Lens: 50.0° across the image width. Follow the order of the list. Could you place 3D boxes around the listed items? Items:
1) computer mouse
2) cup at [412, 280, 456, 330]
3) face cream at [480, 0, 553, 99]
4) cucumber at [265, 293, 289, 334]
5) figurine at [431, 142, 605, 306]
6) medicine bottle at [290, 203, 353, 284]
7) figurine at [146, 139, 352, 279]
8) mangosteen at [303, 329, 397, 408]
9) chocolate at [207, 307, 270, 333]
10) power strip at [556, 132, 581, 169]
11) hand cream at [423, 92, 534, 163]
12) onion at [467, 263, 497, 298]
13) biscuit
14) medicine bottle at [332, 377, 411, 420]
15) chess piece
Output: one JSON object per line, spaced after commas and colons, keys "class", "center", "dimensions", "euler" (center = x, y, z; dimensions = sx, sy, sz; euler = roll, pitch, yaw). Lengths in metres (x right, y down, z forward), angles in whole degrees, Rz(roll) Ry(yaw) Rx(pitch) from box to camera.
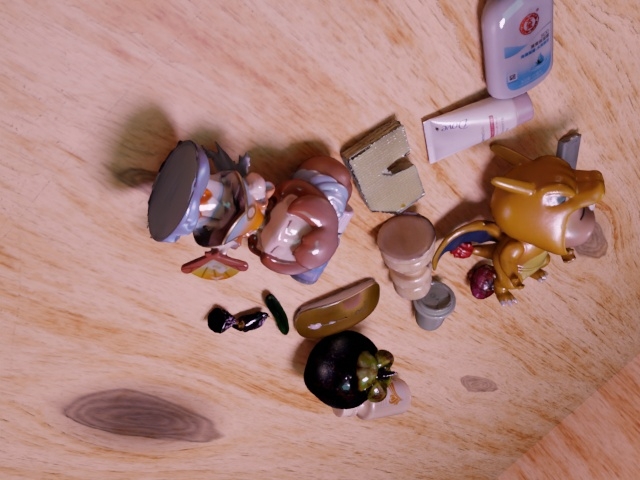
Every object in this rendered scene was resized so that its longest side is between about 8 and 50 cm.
{"class": "computer mouse", "center": [0.051, 0.181, 1.772], "dimensions": [0.245, 0.056, 0.126], "euler": [-19, 137, -17]}
{"class": "cup", "center": [0.315, 0.189, 1.924], "dimensions": [0.120, 0.120, 0.141], "euler": [-25, 148, -13]}
{"class": "face cream", "center": [0.400, -0.448, 1.393], "dimensions": [0.163, 0.080, 0.336], "euler": [-30, 140, -7]}
{"class": "cucumber", "center": [-0.102, 0.179, 1.678], "dimensions": [0.036, 0.033, 0.184], "euler": [-50, 145, -24]}
{"class": "figurine", "center": [0.498, -0.030, 1.725], "dimensions": [0.401, 0.268, 0.387], "euler": [-14, 138, -18]}
{"class": "medicine bottle", "center": [0.000, 0.000, 1.540], "dimensions": [0.083, 0.083, 0.203], "euler": [8, 121, -40]}
{"class": "figurine", "center": [-0.124, -0.049, 1.315], "dimensions": [0.388, 0.248, 0.276], "euler": [17, 120, -33]}
{"class": "mangosteen", "center": [0.079, 0.345, 1.814], "dimensions": [0.243, 0.243, 0.243], "euler": [-19, 137, -19]}
{"class": "chocolate", "center": [-0.190, 0.193, 1.607], "dimensions": [0.147, 0.070, 0.072], "euler": [15, 147, -42]}
{"class": "power strip", "center": [0.668, -0.192, 1.868], "dimensions": [0.060, 0.027, 0.252], "euler": [-27, 139, -13]}
{"class": "hand cream", "center": [0.350, -0.266, 1.545], "dimensions": [0.248, 0.083, 0.133], "euler": [-24, 138, 0]}
{"class": "onion", "center": [0.471, 0.118, 1.982], "dimensions": [0.107, 0.097, 0.107], "euler": [-53, 163, -23]}
{"class": "biscuit", "center": [0.147, -0.148, 1.529], "dimensions": [0.147, 0.046, 0.250], "euler": [-35, 139, -3]}
{"class": "medicine bottle", "center": [0.152, 0.487, 2.088], "dimensions": [0.252, 0.114, 0.114], "euler": [-1, 128, -35]}
{"class": "chess piece", "center": [0.229, 0.059, 1.728], "dimensions": [0.143, 0.142, 0.261], "euler": [-30, 144, -7]}
